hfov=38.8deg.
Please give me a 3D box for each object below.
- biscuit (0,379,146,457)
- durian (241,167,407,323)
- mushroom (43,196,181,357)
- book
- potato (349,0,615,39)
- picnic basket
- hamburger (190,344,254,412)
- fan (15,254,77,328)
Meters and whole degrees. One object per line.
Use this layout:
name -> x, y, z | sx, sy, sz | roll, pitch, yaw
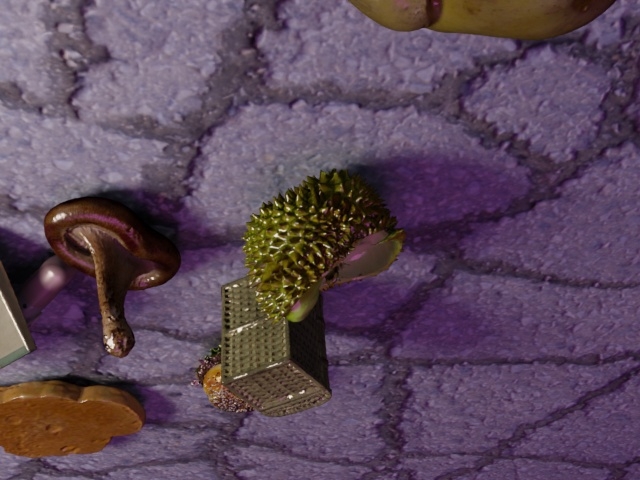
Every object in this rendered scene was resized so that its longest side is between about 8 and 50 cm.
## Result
biscuit -> -0.523, 0.343, 1.745 | 0.375, 0.051, 0.269 | -9, 142, 5
durian -> -0.004, 0.001, 1.295 | 0.236, 0.177, 0.200 | -28, -179, 7
mushroom -> -0.301, 0.060, 1.311 | 0.148, 0.218, 0.227 | -32, 132, 29
book -> -0.575, 0.125, 1.396 | 0.282, 0.215, 0.025 | -25, 178, 25
potato -> 0.174, -0.317, 0.939 | 0.350, 0.203, 0.218 | -1, 128, 7
picnic basket -> -0.067, 0.166, 1.479 | 0.134, 0.196, 0.154 | -23, 137, 19
hamburger -> -0.136, 0.251, 1.648 | 0.189, 0.093, 0.164 | 6, 138, -16
fan -> -0.470, 0.110, 1.437 | 0.244, 0.130, 0.074 | -42, 96, 21
